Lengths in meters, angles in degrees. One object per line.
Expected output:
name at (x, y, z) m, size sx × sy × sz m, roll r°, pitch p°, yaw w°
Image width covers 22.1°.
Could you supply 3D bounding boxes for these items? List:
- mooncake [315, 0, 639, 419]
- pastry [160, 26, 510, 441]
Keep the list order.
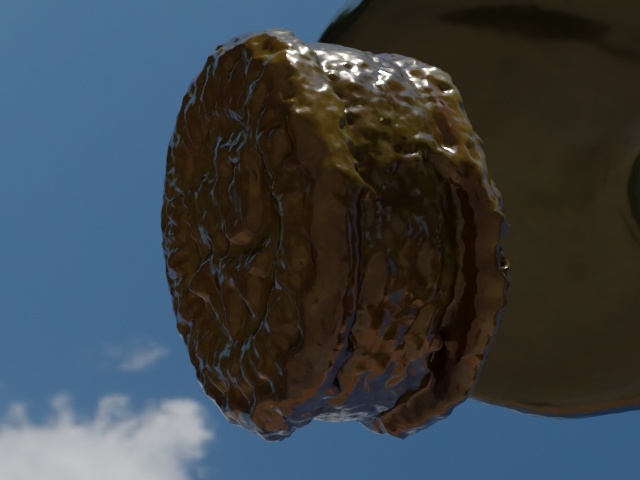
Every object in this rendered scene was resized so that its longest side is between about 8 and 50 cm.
mooncake at (0.154, -0.058, 1.110) m, size 0.351 × 0.187 × 0.351 m, roll 8°, pitch -60°, yaw 14°
pastry at (0.000, 0.000, 0.746) m, size 0.189 × 0.103 × 0.189 m, roll 2°, pitch -88°, yaw 63°
